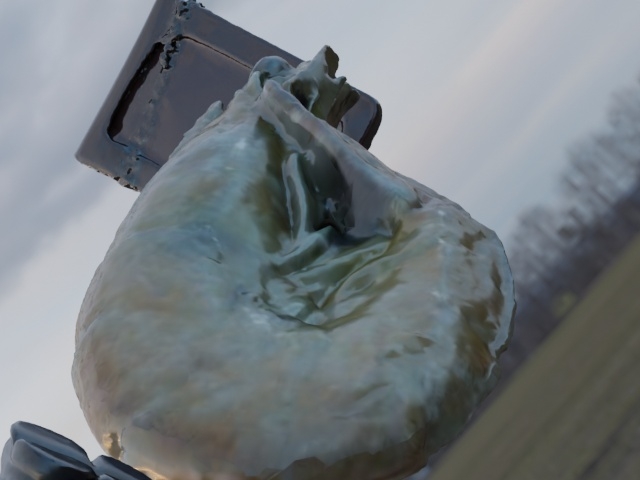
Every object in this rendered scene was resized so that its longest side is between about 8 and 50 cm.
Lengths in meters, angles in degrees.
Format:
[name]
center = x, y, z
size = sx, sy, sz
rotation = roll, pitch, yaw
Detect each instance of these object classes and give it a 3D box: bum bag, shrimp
[bum bag]
center = -0.049, -0.058, 0.944
size = 0.109, 0.159, 0.026
rotation = -61, -27, 1
[shrimp]
center = 0.000, 0.000, 0.731
size = 0.317, 0.168, 0.077
rotation = -73, -14, -53

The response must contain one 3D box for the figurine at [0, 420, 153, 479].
[figurine]
center = -0.086, 0.126, 0.453
size = 0.149, 0.086, 0.087
rotation = -61, 22, 1
